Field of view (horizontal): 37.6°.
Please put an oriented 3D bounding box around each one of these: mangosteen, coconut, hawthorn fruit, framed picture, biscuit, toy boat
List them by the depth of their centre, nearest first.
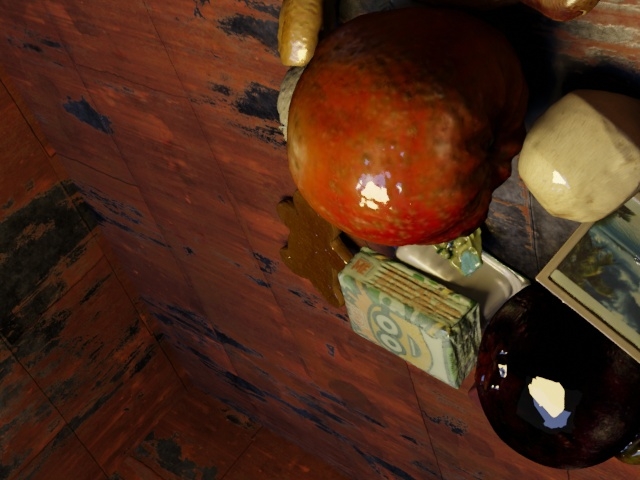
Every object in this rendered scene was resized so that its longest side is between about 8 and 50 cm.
[{"bbox_3d":[0.426,-0.139,1.484,0.224,0.224,0.224,33,152,20],"label":"coconut"},{"bbox_3d":[0.123,-0.190,1.510,0.403,0.403,0.403,33,152,20],"label":"hawthorn fruit"},{"bbox_3d":[0.561,0.077,1.601,0.315,0.232,0.024,39,-172,6],"label":"framed picture"},{"bbox_3d":[-0.019,-0.409,1.648,0.091,0.213,0.274,11,-170,4],"label":"biscuit"},{"bbox_3d":[0.517,0.259,1.811,0.435,0.382,0.382,10,158,-15],"label":"mangosteen"},{"bbox_3d":[0.246,-0.053,1.967,0.276,0.084,0.111,47,151,5],"label":"toy boat"},{"bbox_3d":[0.001,-0.001,2.409,0.283,0.064,0.432,41,154,24],"label":"biscuit"}]

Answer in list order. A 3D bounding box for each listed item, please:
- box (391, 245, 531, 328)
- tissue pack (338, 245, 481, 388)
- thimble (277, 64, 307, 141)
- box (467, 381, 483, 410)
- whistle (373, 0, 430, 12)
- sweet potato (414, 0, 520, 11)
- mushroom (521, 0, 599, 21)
[{"bbox_3d":[0.284,0.091,2.111,0.336,0.106,0.264,35,153,13],"label":"box"},{"bbox_3d":[0.201,0.170,2.087,0.311,0.128,0.228,28,151,31],"label":"tissue pack"},{"bbox_3d":[0.028,-0.257,1.805,0.150,0.219,0.219,-12,122,48],"label":"thimble"},{"bbox_3d":[0.475,0.320,2.123,0.193,0.167,0.294,44,154,1],"label":"box"},{"bbox_3d":[0.179,-0.350,1.637,0.258,0.067,0.126,48,151,-17],"label":"whistle"},{"bbox_3d":[0.201,-0.413,1.487,0.251,0.097,0.097,19,146,32],"label":"sweet potato"},{"bbox_3d":[0.311,-0.410,1.281,0.231,0.138,0.194,44,128,21],"label":"mushroom"}]
